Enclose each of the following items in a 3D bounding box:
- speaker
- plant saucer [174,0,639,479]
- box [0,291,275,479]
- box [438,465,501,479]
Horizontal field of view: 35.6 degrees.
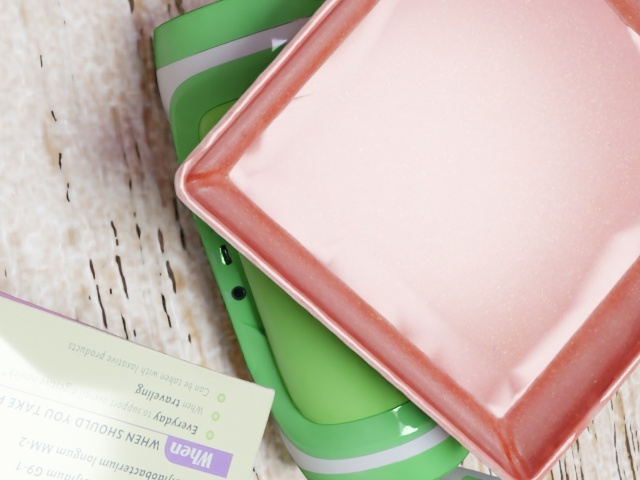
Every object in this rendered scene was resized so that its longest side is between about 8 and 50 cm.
[{"bbox_3d":[0.000,0.000,0.600,0.131,0.131,0.296,-25,102,-32],"label":"speaker"},{"bbox_3d":[0.097,-0.043,0.529,0.259,0.048,0.258,42,86,-17],"label":"plant saucer"},{"bbox_3d":[-0.169,0.153,0.486,0.213,0.117,0.243,24,74,-31],"label":"box"},{"bbox_3d":[0.078,0.317,0.643,0.262,0.127,0.231,-45,114,-25],"label":"box"}]
